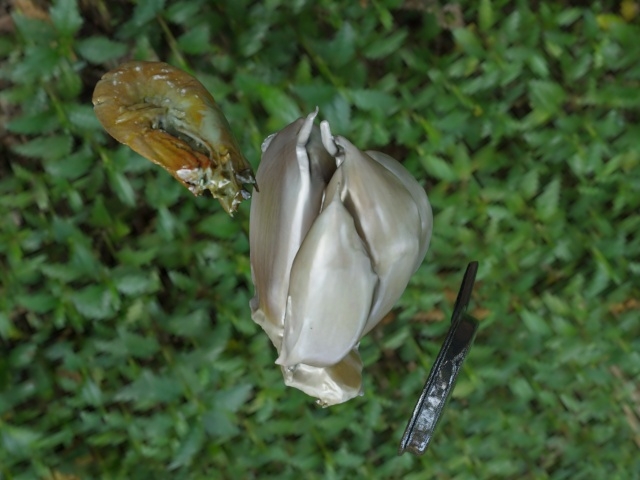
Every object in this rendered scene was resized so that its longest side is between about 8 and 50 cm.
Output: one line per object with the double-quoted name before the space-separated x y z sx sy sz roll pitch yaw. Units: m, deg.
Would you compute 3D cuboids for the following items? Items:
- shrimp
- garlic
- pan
"shrimp" -0.130 -0.091 1.230 0.115 0.217 0.051 -19 142 -26
"garlic" 0.000 0.000 1.347 0.237 0.210 0.292 -35 139 -65
"pan" 0.114 0.091 1.170 0.235 0.028 0.136 -62 171 -51
